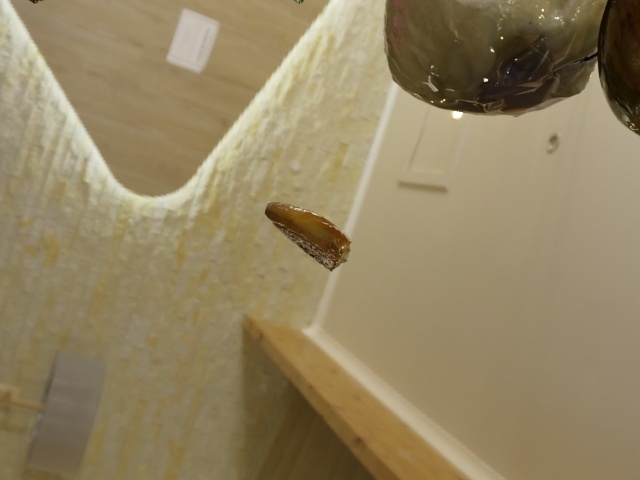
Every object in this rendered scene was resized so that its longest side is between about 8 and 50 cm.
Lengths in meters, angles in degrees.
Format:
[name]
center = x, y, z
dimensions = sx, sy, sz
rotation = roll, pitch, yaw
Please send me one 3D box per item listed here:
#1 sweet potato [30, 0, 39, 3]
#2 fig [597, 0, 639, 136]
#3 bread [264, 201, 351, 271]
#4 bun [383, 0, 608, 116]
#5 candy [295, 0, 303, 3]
[sweet potato]
center = -0.227, -0.370, 0.733
dimensions = 0.341, 0.114, 0.092
rotation = 94, -24, -44
[fig]
center = 0.245, -0.186, 0.641
dimensions = 0.236, 0.124, 0.124
rotation = 67, -27, 7
[bread]
center = -0.018, -0.014, 1.215
dimensions = 0.054, 0.136, 0.154
rotation = -56, 174, -11
[bun]
center = 0.194, -0.219, 0.931
dimensions = 0.273, 0.272, 0.168
rotation = 136, -48, -57
[candy]
center = 0.001, -0.226, 0.684
dimensions = 0.020, 0.030, 0.083
rotation = 34, -90, 28
